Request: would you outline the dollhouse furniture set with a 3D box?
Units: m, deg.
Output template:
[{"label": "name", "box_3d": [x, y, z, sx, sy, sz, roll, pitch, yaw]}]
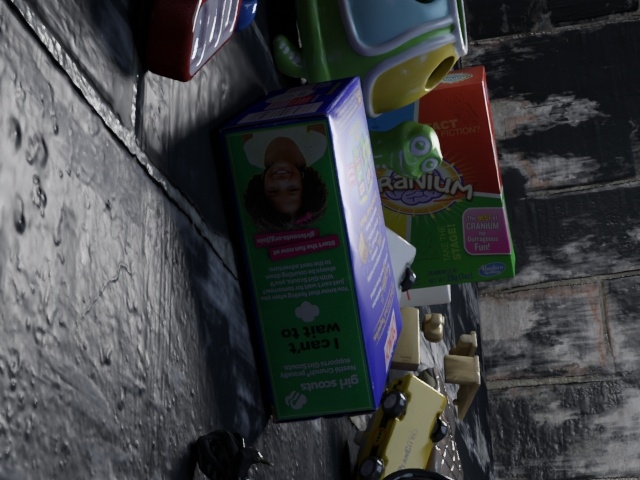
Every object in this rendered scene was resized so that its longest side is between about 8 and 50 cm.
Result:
[{"label": "dollhouse furniture set", "box_3d": [0.184, 0.212, 2.002, 0.123, 0.151, 0.144, 102, -8, -51]}]

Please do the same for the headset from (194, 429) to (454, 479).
[{"label": "headset", "box_3d": [0.031, 0.290, 1.067, 0.394, 0.243, 0.185, 33, 23, -52]}]

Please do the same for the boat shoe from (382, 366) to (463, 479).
[{"label": "boat shoe", "box_3d": [0.141, 0.299, 1.728, 0.324, 0.116, 0.123, -74, 146, -75]}]

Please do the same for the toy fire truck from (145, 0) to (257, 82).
[{"label": "toy fire truck", "box_3d": [-0.085, -0.297, 1.038, 0.302, 0.169, 0.253, -69, 174, -64]}]

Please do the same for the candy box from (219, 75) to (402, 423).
[{"label": "candy box", "box_3d": [0.000, 0.000, 1.267, 0.268, 0.122, 0.317, -59, 139, -72]}]

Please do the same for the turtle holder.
[{"label": "turtle holder", "box_3d": [0.068, -0.261, 1.480, 0.243, 0.228, 0.320, 66, 20, -55]}]

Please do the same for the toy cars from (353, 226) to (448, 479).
[{"label": "toy cars", "box_3d": [0.072, 0.176, 1.543, 0.176, 0.087, 0.393, -15, 95, -40]}]

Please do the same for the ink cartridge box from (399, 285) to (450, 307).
[{"label": "ink cartridge box", "box_3d": [0.154, -0.026, 1.988, 0.353, 0.119, 0.207, -82, 161, -51]}]

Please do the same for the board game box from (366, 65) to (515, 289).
[{"label": "board game box", "box_3d": [0.143, -0.081, 1.690, 0.064, 0.242, 0.316, -75, 154, -60]}]
